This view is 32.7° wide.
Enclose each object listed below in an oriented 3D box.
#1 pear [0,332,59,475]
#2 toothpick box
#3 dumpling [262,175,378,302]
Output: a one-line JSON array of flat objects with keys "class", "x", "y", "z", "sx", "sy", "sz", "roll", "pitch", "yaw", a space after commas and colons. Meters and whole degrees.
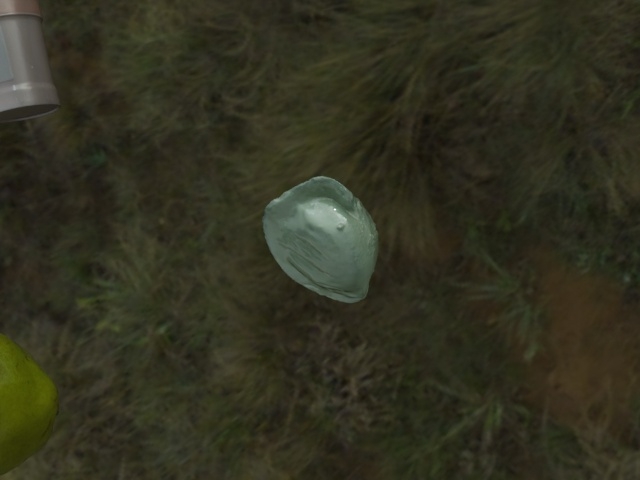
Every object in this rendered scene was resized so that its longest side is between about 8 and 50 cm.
[{"class": "pear", "x": -0.489, "y": 0.219, "z": 1.486, "sx": 0.212, "sy": 0.269, "sz": 0.213, "roll": -38, "pitch": 44, "yaw": 50}, {"class": "toothpick box", "x": -0.388, "y": -0.230, "z": 1.363, "sx": 0.098, "sy": 0.098, "sz": 0.149, "roll": -13, "pitch": 89, "yaw": 36}, {"class": "dumpling", "x": 0.013, "y": -0.006, "z": 1.494, "sx": 0.152, "sy": 0.108, "sz": 0.219, "roll": 21, "pitch": 135, "yaw": 32}]
